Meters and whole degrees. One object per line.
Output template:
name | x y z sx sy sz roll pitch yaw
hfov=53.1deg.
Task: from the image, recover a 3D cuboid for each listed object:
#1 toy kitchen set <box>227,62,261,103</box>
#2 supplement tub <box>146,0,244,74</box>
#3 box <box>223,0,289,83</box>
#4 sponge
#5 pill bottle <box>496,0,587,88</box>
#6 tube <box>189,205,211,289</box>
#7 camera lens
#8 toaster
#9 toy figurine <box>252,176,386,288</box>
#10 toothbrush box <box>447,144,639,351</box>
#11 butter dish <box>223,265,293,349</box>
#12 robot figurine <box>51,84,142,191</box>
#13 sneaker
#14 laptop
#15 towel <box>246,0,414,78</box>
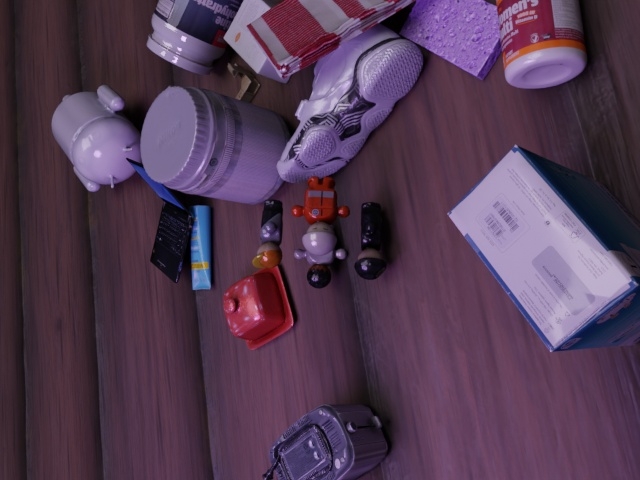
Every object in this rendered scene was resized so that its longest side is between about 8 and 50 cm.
toy kitchen set | -0.202 -0.373 1.528 0.075 0.068 0.083 -54 53 24
supplement tub | -0.291 -0.562 1.550 0.191 0.191 0.272 44 114 37
box | -0.119 -0.460 1.447 0.130 0.091 0.170 -55 53 23
sponge | 0.241 -0.383 1.146 0.210 0.031 0.117 43 113 37
pill bottle | 0.337 -0.360 0.994 0.121 0.121 0.221 -13 76 41
tube | -0.295 0.018 1.583 0.080 0.052 0.207 -6 85 53
camera lens | -0.214 -0.199 1.375 0.219 0.274 0.219 -6 81 42
toaster | 0.014 0.390 1.178 0.227 0.146 0.129 -46 56 28
toy figurine | 0.000 0.000 1.196 0.210 0.213 0.148 -20 58 39
toothbrush box | 0.337 0.018 0.828 0.126 0.296 0.216 -49 56 28
butter dish | -0.157 0.142 1.387 0.160 0.118 0.160 -34 63 35
robot figurine | -0.631 -0.292 1.822 0.353 0.200 0.299 45 123 37
sneaker | 0.022 -0.292 1.272 0.366 0.137 0.210 -45 55 24
laptop | -0.425 -0.054 1.612 0.234 0.137 0.264 24 101 58
towel | 0.028 -0.449 1.211 0.329 0.037 0.237 -31 44 2
